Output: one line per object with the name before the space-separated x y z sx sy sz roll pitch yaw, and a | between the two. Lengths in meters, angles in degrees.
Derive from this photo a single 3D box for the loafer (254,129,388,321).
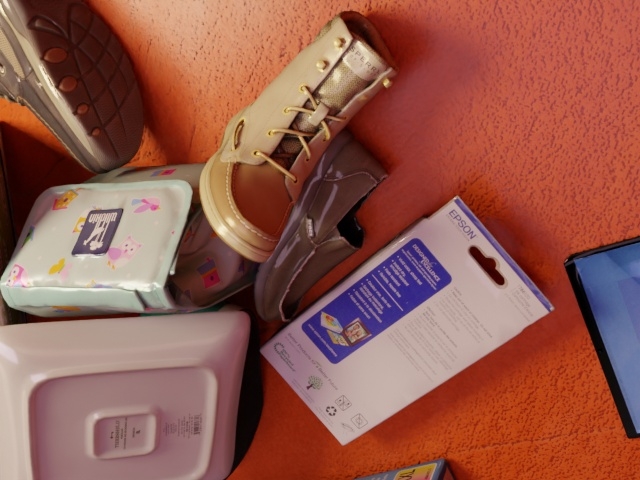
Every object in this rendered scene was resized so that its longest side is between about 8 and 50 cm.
loafer | 0.000 0.000 0.944 0.087 0.094 0.251 30 116 10

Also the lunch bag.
lunch bag | -0.198 0.005 0.930 0.223 0.262 0.160 0 110 23

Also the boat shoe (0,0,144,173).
boat shoe | -0.338 -0.229 0.988 0.130 0.132 0.355 -32 87 38

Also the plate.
plate | -0.222 0.204 0.929 0.277 0.045 0.277 -2 125 -18

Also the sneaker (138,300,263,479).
sneaker | -0.179 0.178 1.072 0.178 0.124 0.296 23 128 24

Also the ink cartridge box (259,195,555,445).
ink cartridge box | 0.095 0.095 0.961 0.332 0.065 0.165 -39 92 30

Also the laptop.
laptop | 0.395 0.109 0.802 0.136 0.264 0.234 -26 102 -9

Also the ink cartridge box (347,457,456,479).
ink cartridge box | 0.028 0.471 1.082 0.395 0.151 0.270 -21 100 26

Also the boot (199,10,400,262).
boot | -0.016 -0.113 0.822 0.095 0.262 0.203 40 119 -20

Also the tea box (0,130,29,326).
tea box | -0.483 0.051 0.998 0.219 0.323 0.329 -7 113 -15
